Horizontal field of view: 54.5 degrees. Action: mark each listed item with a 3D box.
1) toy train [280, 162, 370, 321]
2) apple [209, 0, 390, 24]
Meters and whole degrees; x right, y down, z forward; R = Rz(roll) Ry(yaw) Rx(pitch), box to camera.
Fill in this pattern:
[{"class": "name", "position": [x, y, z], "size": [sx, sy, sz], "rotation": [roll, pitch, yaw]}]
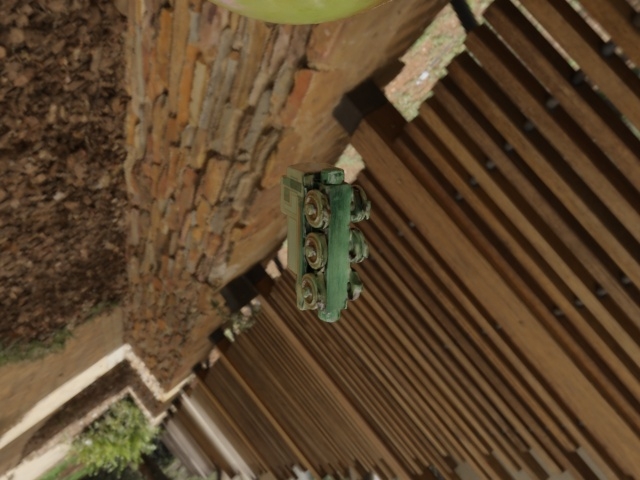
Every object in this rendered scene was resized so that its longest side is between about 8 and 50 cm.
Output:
[{"class": "toy train", "position": [0.000, 0.000, 0.775], "size": [0.080, 0.194, 0.125], "rotation": [-7, -160, -27]}, {"class": "apple", "position": [-0.015, -0.306, 0.387], "size": [0.319, 0.277, 0.319], "rotation": [-41, 156, -23]}]
